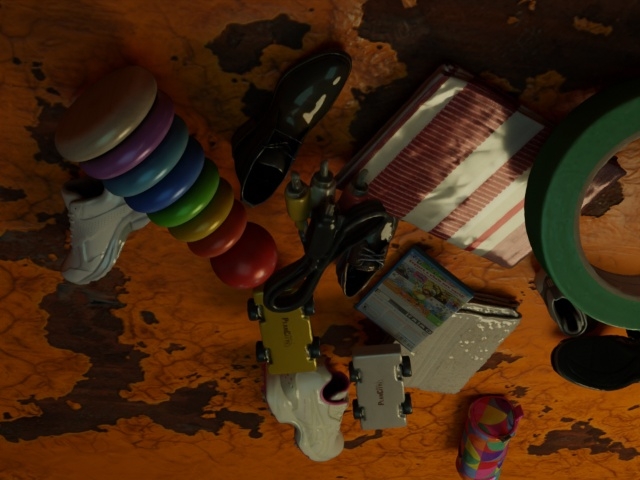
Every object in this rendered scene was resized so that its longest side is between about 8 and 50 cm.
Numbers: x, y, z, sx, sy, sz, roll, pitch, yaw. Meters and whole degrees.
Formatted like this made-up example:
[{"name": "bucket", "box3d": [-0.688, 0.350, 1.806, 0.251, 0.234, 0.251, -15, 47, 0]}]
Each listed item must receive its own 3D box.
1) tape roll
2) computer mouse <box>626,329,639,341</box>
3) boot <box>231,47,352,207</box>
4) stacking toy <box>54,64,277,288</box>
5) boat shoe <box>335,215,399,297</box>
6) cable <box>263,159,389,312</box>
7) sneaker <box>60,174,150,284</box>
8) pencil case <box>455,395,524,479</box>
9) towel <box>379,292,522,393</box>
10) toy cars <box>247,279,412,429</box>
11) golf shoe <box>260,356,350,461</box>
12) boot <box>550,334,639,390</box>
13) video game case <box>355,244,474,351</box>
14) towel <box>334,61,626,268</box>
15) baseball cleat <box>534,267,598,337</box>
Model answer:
[{"name": "tape roll", "box3d": [0.425, -0.044, 1.151, 0.321, 0.077, 0.321, -2, 112, -4]}, {"name": "computer mouse", "box3d": [0.603, 0.144, 1.439, 0.272, 0.072, 0.188, -5, 143, 38]}, {"name": "boot", "box3d": [-0.033, -0.131, 1.100, 0.082, 0.106, 0.219, 22, 134, -28]}, {"name": "stacking toy", "box3d": [-0.166, -0.053, 1.119, 0.141, 0.141, 0.330, -24, 126, 23]}, {"name": "boat shoe", "box3d": [0.072, 0.015, 1.316, 0.066, 0.066, 0.183, 8, 138, -12]}, {"name": "cable", "box3d": [0.000, 0.000, 1.240, 0.140, 0.072, 0.287, -1, 147, -17]}, {"name": "sneaker", "box3d": [-0.307, -0.034, 1.227, 0.115, 0.090, 0.232, 29, 122, -24]}, {"name": "pencil case", "box3d": [0.328, 0.396, 1.778, 0.105, 0.104, 0.236, -1, 142, -3]}, {"name": "towel", "box3d": [0.204, 0.180, 1.542, 0.187, 0.049, 0.282, 9, 139, -14]}, {"name": "toy cars", "box3d": [0.022, 0.173, 1.464, 0.394, 0.087, 0.176, 36, 120, -27]}, {"name": "golf shoe", "box3d": [0.003, 0.308, 1.636, 0.140, 0.115, 0.306, -18, 140, 12]}, {"name": "boot", "box3d": [0.434, 0.196, 1.478, 0.237, 0.085, 0.179, 2, 175, -25]}, {"name": "video game case", "box3d": [0.144, 0.093, 1.413, 0.119, 0.015, 0.166, 39, 130, -2]}, {"name": "towel", "box3d": [0.213, -0.088, 1.215, 0.329, 0.037, 0.237, 23, 129, -28]}, {"name": "baseball cleat", "box3d": [0.396, 0.122, 1.438, 0.072, 0.109, 0.206, -30, 136, 22]}]
